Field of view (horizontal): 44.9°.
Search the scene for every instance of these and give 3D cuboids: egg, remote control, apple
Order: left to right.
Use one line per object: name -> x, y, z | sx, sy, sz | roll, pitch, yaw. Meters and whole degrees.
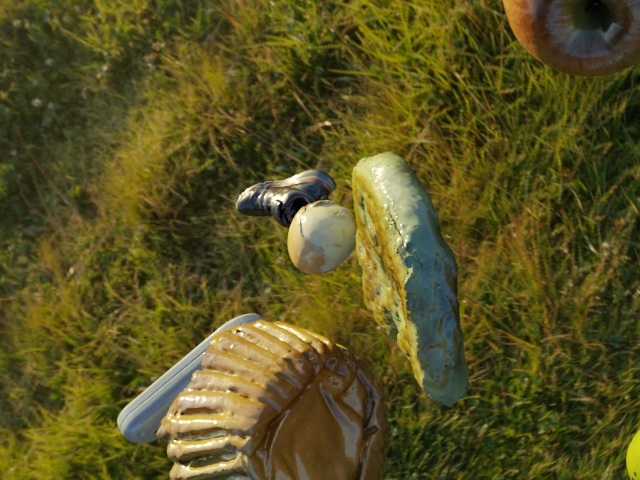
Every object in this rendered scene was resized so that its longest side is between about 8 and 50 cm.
remote control -> -0.165, 0.186, 1.028 | 0.244, 0.087, 0.047 | -40, 65, 7
egg -> 0.000, 0.000, 0.820 | 0.071, 0.071, 0.083 | 41, 128, 25
apple -> 0.321, -0.300, 0.904 | 0.211, 0.211, 0.188 | 3, 44, 26

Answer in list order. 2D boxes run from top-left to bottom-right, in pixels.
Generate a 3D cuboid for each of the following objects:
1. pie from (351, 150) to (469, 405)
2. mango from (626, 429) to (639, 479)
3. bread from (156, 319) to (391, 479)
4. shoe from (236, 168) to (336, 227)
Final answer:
pie -> 0.073, 0.034, 0.675 | 0.054, 0.240, 0.240 | -16, 75, -5
mango -> 0.618, 0.422, 1.334 | 0.175, 0.293, 0.143 | 20, 50, 39
bread -> -0.029, 0.210, 0.844 | 0.149, 0.274, 0.274 | -30, 69, 44
shoe -> -0.094, -0.092, 2.085 | 0.291, 0.114, 0.137 | -12, 49, 27
